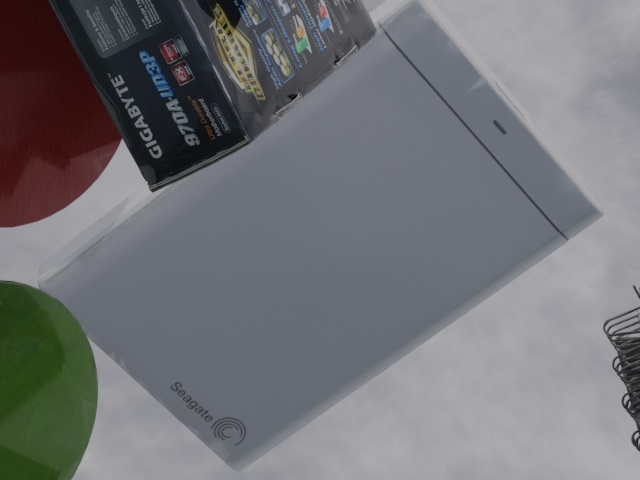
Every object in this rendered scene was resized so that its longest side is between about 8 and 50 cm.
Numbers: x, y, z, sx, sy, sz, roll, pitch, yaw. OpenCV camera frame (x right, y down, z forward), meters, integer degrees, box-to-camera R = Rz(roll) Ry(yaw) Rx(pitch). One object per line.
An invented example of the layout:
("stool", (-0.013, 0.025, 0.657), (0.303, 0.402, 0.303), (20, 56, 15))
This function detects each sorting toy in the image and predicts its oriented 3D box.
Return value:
("sorting toy", (-0.184, 0.041, 0.900), (0.126, 0.127, 0.366), (21, 107, 44))

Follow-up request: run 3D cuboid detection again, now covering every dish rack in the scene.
("dish rack", (0.327, 0.160, 1.896), (0.074, 0.271, 0.208), (-18, 70, 12))

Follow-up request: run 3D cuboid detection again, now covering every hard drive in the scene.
("hard drive", (0.000, 0.000, 1.461), (0.353, 0.047, 0.233), (-36, 118, 15))

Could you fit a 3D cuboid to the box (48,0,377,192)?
("box", (-0.068, -0.148, 0.786), (0.051, 0.175, 0.220), (-24, 101, 24))
